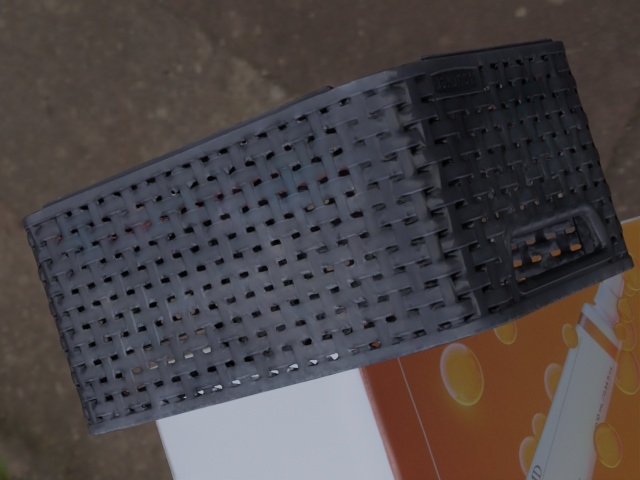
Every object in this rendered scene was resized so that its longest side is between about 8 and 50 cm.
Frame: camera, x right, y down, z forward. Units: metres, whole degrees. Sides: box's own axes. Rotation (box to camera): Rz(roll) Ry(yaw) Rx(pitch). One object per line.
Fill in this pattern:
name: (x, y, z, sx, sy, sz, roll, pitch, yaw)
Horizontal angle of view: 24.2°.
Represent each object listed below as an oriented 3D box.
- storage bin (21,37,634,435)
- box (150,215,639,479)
storage bin: (0.000, 0.000, 0.518, 0.180, 0.122, 0.084, -19, 88, 38)
box: (0.099, 0.124, 0.891, 0.168, 0.345, 0.215, -22, 84, 43)
